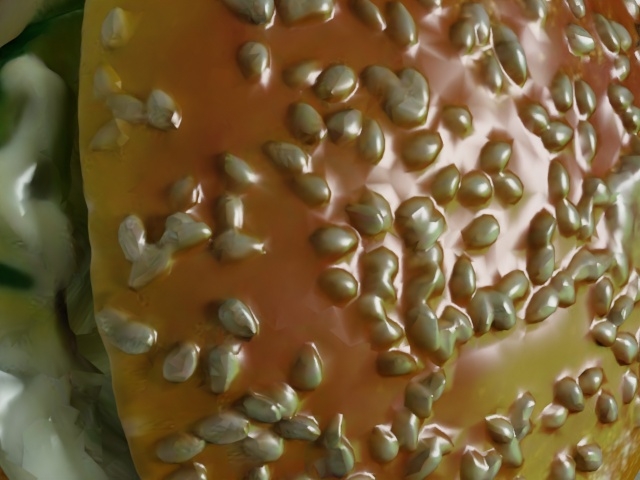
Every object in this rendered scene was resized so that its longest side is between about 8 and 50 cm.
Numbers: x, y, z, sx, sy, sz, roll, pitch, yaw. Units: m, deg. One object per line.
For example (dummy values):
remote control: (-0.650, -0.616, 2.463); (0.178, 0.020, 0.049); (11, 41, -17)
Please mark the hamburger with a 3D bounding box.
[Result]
hamburger: (0.002, 0.004, 0.502); (0.147, 0.237, 0.237); (25, -83, 64)
